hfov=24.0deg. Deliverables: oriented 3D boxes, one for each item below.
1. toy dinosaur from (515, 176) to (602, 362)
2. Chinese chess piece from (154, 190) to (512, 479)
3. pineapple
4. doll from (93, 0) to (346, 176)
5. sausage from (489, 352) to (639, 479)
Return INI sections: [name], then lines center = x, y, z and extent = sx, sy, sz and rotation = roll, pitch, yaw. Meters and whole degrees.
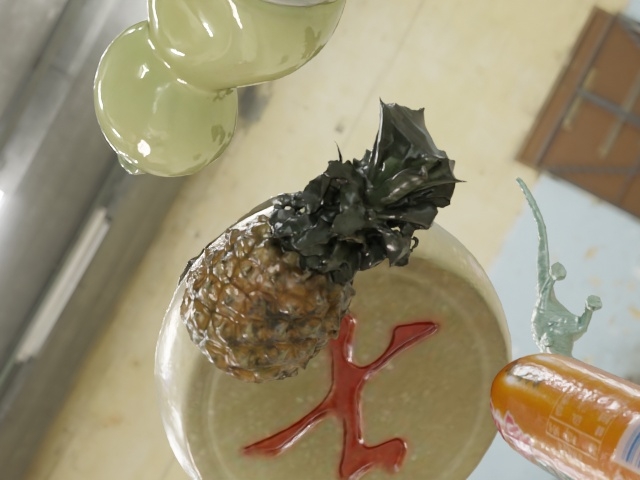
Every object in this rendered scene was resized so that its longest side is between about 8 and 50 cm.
[toy dinosaur]
center = 0.321, 0.062, 2.004
extent = 0.129, 0.076, 0.383
rotation = -43, 36, 54
[Chinese chess piece]
center = 0.012, 0.119, 1.416
extent = 0.338, 0.338, 0.140
rotation = -64, 21, 15
[pineapple]
center = 0.001, 0.000, 1.154
extent = 0.248, 0.128, 0.128
rotation = -46, 0, 29
[doll]
center = -0.065, -0.139, 0.950
extent = 0.117, 0.141, 0.296
rotation = -29, -15, -38
[sausage]
center = 0.217, 0.147, 1.108
extent = 0.093, 0.093, 0.312
rotation = -61, 29, -4
